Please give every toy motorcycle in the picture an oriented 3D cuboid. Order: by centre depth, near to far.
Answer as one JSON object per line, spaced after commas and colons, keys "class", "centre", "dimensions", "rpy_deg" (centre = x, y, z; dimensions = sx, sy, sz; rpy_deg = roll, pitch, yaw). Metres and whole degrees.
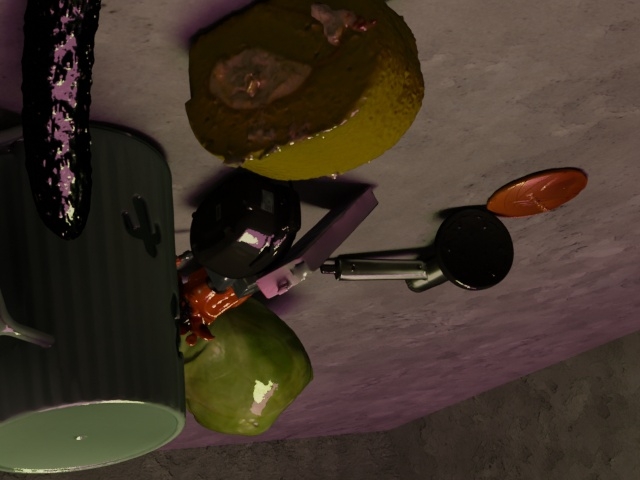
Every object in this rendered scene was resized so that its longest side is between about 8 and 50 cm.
{"class": "toy motorcycle", "centre": [-0.184, 0.075, 1.671], "dimensions": [0.221, 0.148, 0.326], "rpy_deg": [-28, 169, -26]}

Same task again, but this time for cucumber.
{"class": "cucumber", "centre": [-0.274, -0.128, 0.977], "dimensions": [0.081, 0.072, 0.304], "rpy_deg": [-3, 125, -25]}

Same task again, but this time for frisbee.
{"class": "frisbee", "centre": [0.407, -0.078, 1.741], "dimensions": [0.192, 0.035, 0.192], "rpy_deg": [-11, 161, -4]}

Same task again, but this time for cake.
{"class": "cake", "centre": [-0.023, -0.169, 1.041], "dimensions": [0.260, 0.179, 0.156], "rpy_deg": [-23, 156, 24]}

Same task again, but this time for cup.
{"class": "cup", "centre": [-0.360, 0.065, 1.186], "dimensions": [0.400, 0.392, 0.310], "rpy_deg": [15, 141, -42]}

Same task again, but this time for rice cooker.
{"class": "rice cooker", "centre": [-0.117, -0.023, 1.433], "dimensions": [0.118, 0.142, 0.203], "rpy_deg": [22, 139, -37]}

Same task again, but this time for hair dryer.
{"class": "hair dryer", "centre": [0.176, 0.066, 1.830], "dimensions": [0.284, 0.156, 0.320], "rpy_deg": [-14, 171, -27]}

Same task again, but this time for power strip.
{"class": "power strip", "centre": [0.000, 0.000, 1.497], "dimensions": [0.109, 0.038, 0.279], "rpy_deg": [-30, -170, 40]}

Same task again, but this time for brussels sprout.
{"class": "brussels sprout", "centre": [-0.173, 0.260, 1.954], "dimensions": [0.328, 0.328, 0.247], "rpy_deg": [-30, 180, 39]}
